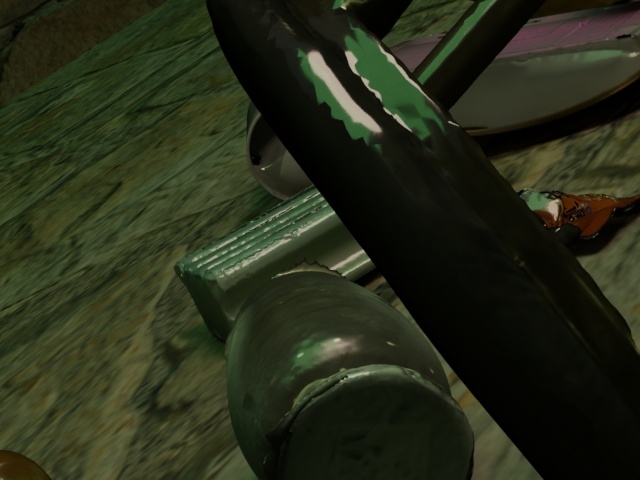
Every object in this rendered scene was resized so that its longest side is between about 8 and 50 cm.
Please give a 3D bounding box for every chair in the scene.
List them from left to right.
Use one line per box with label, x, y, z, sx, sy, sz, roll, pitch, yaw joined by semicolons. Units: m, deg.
chair;0.205;-0.083;0.600;0.410;0.362;0.364;-39;-8;1

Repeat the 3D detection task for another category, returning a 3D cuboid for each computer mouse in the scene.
computer mouse;0.164;-0.138;1.426;0.310;0.071;0.158;-5;21;36

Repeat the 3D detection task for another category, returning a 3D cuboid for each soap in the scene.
soap;0.000;0.000;1.267;0.198;0.063;0.114;-30;14;-12

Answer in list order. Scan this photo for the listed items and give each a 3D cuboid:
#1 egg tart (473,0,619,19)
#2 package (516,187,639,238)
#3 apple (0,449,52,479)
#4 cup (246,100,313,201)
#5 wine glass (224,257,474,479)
egg tart;0.254;-0.294;1.730;0.315;0.120;0.315;-26;15;8
package;0.157;-0.017;1.129;0.111;0.033;0.077;7;11;41
apple;-0.194;0.166;1.013;0.090;0.074;0.089;-27;14;7
cup;0.000;-0.089;1.547;0.133;0.136;0.099;-101;32;-75
wine glass;0.008;0.081;0.885;0.111;0.111;0.204;-27;16;-3
